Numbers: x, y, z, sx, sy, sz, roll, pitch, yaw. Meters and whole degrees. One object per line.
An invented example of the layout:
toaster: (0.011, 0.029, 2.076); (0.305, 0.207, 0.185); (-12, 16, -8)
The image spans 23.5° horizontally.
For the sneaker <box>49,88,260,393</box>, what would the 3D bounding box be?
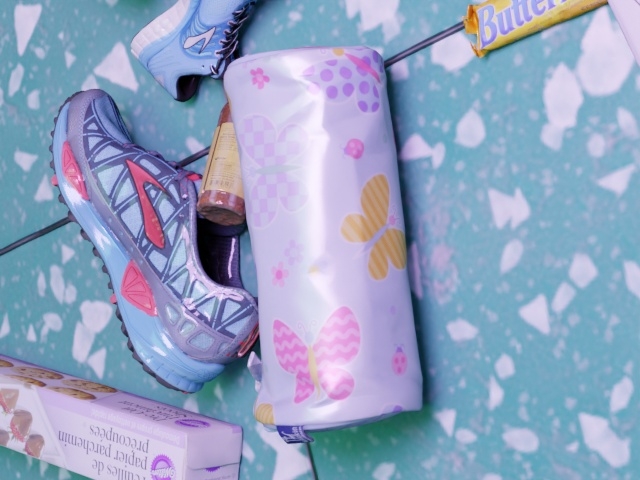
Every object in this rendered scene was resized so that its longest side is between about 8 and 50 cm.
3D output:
sneaker: (-0.113, -0.019, 1.199); (0.125, 0.104, 0.262); (-33, 73, 18)

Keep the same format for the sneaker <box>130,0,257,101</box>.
sneaker: (-0.075, -0.162, 1.178); (0.162, 0.063, 0.073); (-36, 83, 43)

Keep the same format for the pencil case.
pencil case: (0.000, 0.000, 1.071); (0.124, 0.113, 0.273); (-8, 86, 46)

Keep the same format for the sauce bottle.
sauce bottle: (-0.059, -0.075, 1.142); (0.042, 0.042, 0.128); (-5, 62, 41)

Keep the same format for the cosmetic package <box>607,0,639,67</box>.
cosmetic package: (0.217, -0.300, 0.844); (0.217, 0.156, 0.385); (-37, 68, 38)

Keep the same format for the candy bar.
candy bar: (0.158, -0.160, 0.990); (0.161, 0.018, 0.040); (-19, 79, 39)

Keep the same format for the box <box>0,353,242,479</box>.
box: (-0.202, 0.153, 1.285); (0.324, 0.067, 0.063); (11, 98, 41)
